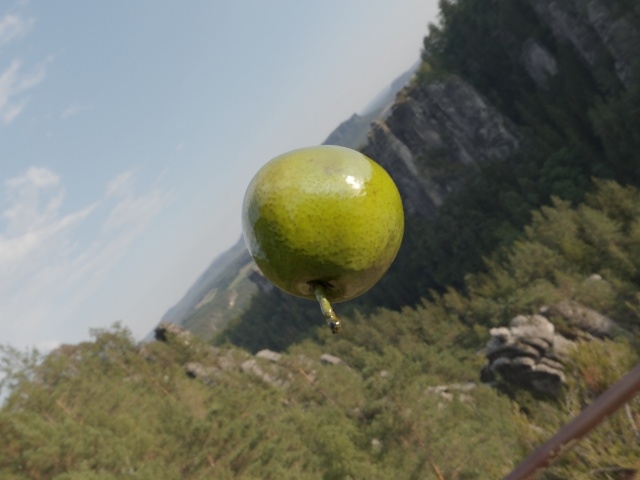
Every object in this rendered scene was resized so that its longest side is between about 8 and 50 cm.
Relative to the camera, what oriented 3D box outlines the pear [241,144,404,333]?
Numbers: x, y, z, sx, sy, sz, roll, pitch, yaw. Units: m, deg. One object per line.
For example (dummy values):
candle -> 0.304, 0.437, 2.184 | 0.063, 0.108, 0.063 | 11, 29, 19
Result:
pear -> 0.000, 0.000, 0.575 | 0.166, 0.180, 0.216 | 123, 157, -58
